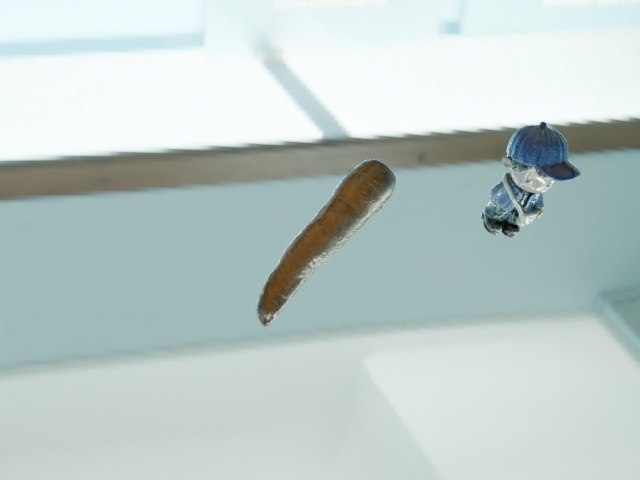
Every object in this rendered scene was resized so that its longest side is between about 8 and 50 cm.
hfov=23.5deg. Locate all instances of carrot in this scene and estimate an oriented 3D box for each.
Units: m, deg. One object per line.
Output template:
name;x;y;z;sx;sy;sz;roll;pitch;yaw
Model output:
carrot;0.000;0.000;1.415;0.047;0.047;0.191;30;-110;37

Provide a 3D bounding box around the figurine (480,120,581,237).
figurine;0.228;-0.070;1.710;0.077;0.136;0.079;9;-128;-25
